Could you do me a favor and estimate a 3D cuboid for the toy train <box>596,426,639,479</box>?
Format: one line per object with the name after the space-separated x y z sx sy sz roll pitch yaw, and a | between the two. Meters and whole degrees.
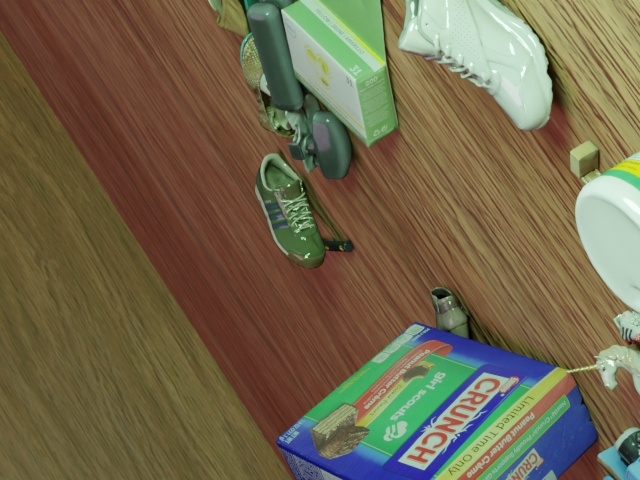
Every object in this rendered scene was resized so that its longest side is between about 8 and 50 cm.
0.383 0.282 1.756 0.184 0.080 0.105 50 153 35 | toy train

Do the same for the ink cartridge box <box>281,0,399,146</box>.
0.017 -0.248 1.925 0.171 0.056 0.235 47 162 36 | ink cartridge box

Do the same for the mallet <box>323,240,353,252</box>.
0.000 0.000 2.462 0.062 0.039 0.190 62 159 -4 | mallet

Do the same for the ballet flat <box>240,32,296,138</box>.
-0.059 -0.211 2.202 0.067 0.073 0.206 41 166 27 | ballet flat

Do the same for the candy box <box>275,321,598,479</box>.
0.140 0.251 1.995 0.317 0.268 0.122 17 140 54 | candy box

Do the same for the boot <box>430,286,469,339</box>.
0.168 0.105 2.142 0.118 0.042 0.087 8 121 68 | boot

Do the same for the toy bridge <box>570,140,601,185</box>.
0.308 -0.018 1.521 0.188 0.026 0.063 47 162 35 | toy bridge

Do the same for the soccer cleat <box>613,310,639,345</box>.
0.328 0.088 1.649 0.035 0.029 0.083 54 168 0 | soccer cleat

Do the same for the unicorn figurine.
0.349 0.151 1.666 0.111 0.060 0.162 58 148 3 | unicorn figurine

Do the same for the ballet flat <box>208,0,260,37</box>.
-0.122 -0.346 2.088 0.073 0.080 0.232 12 149 12 | ballet flat

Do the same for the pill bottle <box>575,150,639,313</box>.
0.302 -0.040 1.169 0.117 0.208 0.117 52 162 24 | pill bottle

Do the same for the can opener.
-0.022 -0.208 2.116 0.093 0.074 0.280 3 132 29 | can opener

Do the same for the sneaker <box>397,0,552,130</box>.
0.135 -0.195 1.554 0.232 0.115 0.090 57 164 6 | sneaker

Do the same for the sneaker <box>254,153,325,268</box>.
-0.048 -0.051 2.417 0.086 0.064 0.192 98 148 -50 | sneaker
